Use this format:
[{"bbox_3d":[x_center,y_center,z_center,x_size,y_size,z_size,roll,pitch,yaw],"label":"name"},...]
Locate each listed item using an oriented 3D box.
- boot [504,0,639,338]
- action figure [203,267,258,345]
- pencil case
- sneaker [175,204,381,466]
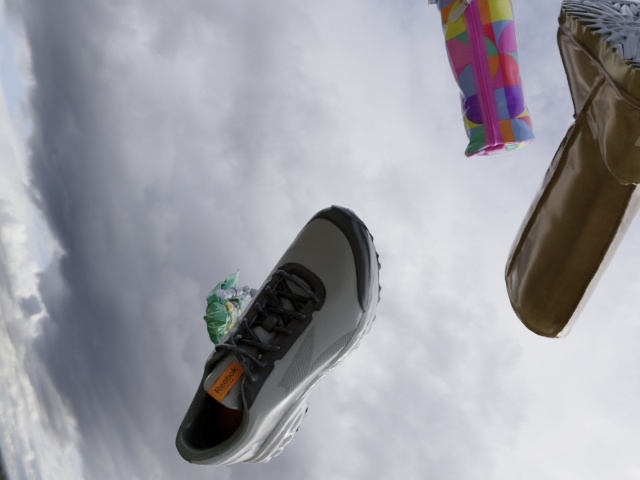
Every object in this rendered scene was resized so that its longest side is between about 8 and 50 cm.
[{"bbox_3d":[0.248,-0.075,0.477,0.089,0.236,0.269,9,-46,7],"label":"boot"},{"bbox_3d":[-0.134,0.111,0.726,0.232,0.063,0.137,47,37,-87],"label":"action figure"},{"bbox_3d":[0.220,-0.231,0.639,0.104,0.104,0.236,-7,-79,51],"label":"pencil case"},{"bbox_3d":[-0.037,0.093,0.425,0.100,0.108,0.271,33,-81,32],"label":"sneaker"}]
